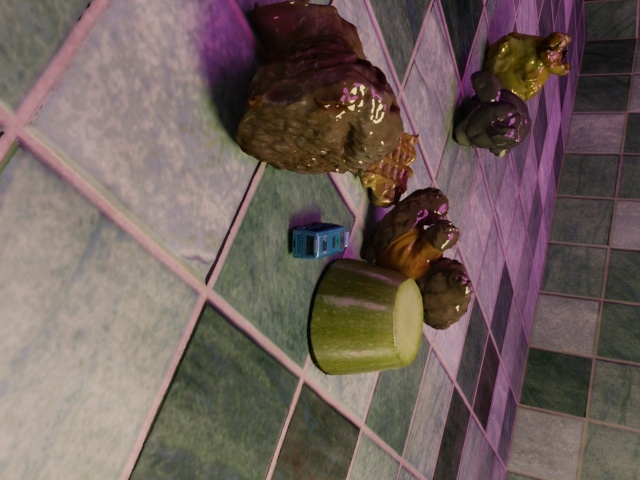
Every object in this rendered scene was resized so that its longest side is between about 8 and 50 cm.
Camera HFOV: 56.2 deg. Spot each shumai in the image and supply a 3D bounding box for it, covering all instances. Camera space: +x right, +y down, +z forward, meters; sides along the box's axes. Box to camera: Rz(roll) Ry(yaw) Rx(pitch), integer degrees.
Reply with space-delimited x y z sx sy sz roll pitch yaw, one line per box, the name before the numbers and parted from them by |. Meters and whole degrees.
shumai | 0.000 -0.166 0.616 0.206 0.166 0.176 66 24 -82

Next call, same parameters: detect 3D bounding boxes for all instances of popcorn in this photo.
popcorn | 0.486 -0.409 1.415 0.173 0.195 0.168 23 74 -54

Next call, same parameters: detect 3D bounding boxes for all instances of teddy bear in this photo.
teddy bear | 0.155 0.041 0.909 0.140 0.190 0.177 -21 149 -25
teddy bear | 0.353 -0.265 1.274 0.251 0.144 0.171 -12 85 -61

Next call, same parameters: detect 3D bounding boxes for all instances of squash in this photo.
squash | 0.069 0.108 0.835 0.170 0.122 0.170 1 89 -60

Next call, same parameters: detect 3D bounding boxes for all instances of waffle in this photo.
waffle | 0.105 -0.136 0.921 0.192 0.046 0.161 -51 138 -46

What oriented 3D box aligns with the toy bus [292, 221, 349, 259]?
toy bus | 0.000 0.000 0.751 0.083 0.046 0.038 -14 108 -59
